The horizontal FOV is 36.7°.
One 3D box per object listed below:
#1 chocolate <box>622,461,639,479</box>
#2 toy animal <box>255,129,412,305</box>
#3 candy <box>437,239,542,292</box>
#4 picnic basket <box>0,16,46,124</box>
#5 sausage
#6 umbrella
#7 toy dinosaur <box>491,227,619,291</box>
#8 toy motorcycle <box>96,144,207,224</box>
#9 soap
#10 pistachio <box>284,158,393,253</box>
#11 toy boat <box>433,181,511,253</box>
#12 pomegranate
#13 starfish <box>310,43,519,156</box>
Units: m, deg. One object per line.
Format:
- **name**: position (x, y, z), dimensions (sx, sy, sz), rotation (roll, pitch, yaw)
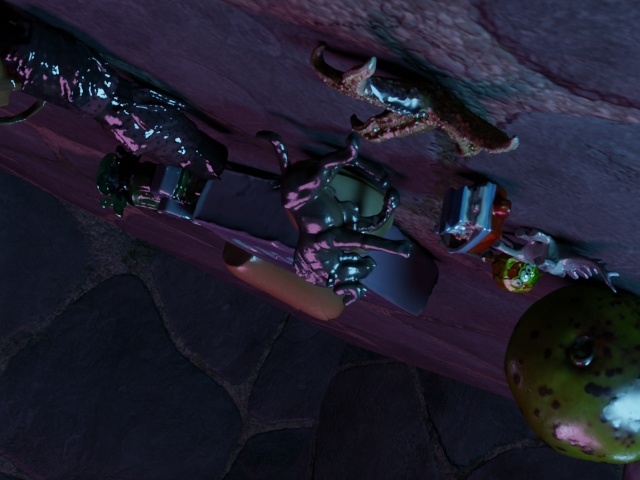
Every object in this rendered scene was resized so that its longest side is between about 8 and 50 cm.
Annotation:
- **chocolate**: position (0.586, 0.294, 1.372), dimensions (0.303, 0.213, 0.303), rotation (0, -174, 0)
- **toy animal**: position (0.013, -0.032, 1.105), dimensions (0.233, 0.148, 0.084), rotation (61, -163, -21)
- **candy**: position (0.215, 0.023, 1.281), dimensions (0.060, 0.060, 0.201), rotation (29, 179, -30)
- **picnic basket**: position (-0.407, -0.212, 1.180), dimensions (0.178, 0.128, 0.138), rotation (32, -160, -53)
- **sausage**: position (-0.060, 0.067, 1.966), dimensions (0.304, 0.121, 0.121), rotation (31, 168, -39)
- **umbrella**: position (-0.239, -0.162, 1.179), dimensions (0.326, 0.090, 0.094), rotation (30, 166, -37)
- **toy dinosaur**: position (0.273, 0.022, 1.100), dimensions (0.082, 0.039, 0.209), rotation (24, -178, -28)
- **toy motorcycle**: position (-0.265, -0.090, 1.591), dimensions (0.187, 0.125, 0.274), rotation (18, 172, -28)
- **soap**: position (0.000, 0.000, 1.487), dimensions (0.296, 0.107, 0.285), rotation (18, 172, 36)
- **pistachio**: position (0.017, -0.043, 1.197), dimensions (0.149, 0.113, 0.113), rotation (34, 167, -26)
- **toy boat**: position (0.156, -0.023, 1.045), dimensions (0.058, 0.069, 0.173), rotation (9, 171, -3)
- **pomegranate**: position (0.376, 0.178, 1.233), dimensions (0.285, 0.231, 0.231), rotation (17, 177, -37)
- **starfish**: position (0.091, -0.105, 0.794), dimensions (0.213, 0.057, 0.238), rotation (21, 179, -40)
